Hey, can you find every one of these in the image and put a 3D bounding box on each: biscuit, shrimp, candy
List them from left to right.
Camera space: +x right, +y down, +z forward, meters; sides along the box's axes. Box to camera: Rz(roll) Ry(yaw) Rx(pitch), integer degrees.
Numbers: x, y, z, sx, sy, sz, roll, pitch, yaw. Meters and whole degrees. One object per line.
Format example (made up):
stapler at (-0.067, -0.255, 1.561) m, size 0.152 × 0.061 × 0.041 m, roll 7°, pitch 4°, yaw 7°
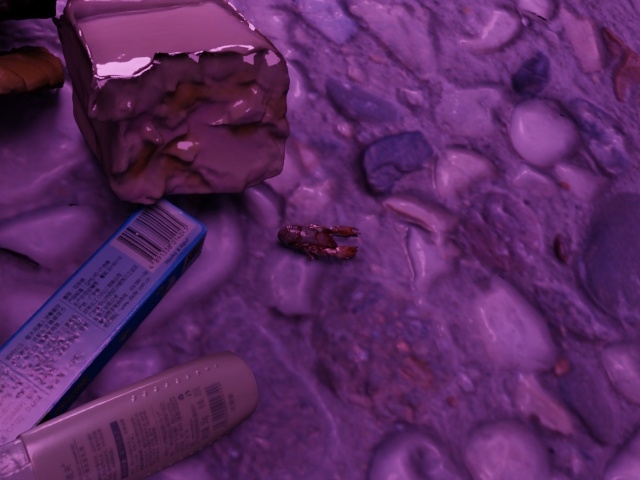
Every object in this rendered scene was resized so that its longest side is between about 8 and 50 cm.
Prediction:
biscuit at (-0.371, -0.155, 0.588) m, size 0.273 × 0.036 × 0.187 m, roll 0°, pitch 24°, yaw -20°
candy at (-0.142, -0.138, 0.622) m, size 0.185 × 0.137 × 0.195 m, roll -13°, pitch 43°, yaw -27°
shrimp at (0.003, 0.003, 0.673) m, size 0.092 × 0.029 × 0.038 m, roll -3°, pitch 60°, yaw -23°

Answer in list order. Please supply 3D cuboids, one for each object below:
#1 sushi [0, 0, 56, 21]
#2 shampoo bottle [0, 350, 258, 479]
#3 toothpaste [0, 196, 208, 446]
sushi at (-0.356, -0.316, 0.619) m, size 0.171 × 0.211 × 0.350 m, roll -27°, pitch 48°, yaw -28°
shampoo bottle at (-0.143, 0.143, 0.498) m, size 0.212 × 0.049 × 0.072 m, roll -14°, pitch 107°, yaw -39°
toothpaste at (-0.197, 0.070, 0.556) m, size 0.065 × 0.050 × 0.266 m, roll 34°, pitch 56°, yaw 2°
